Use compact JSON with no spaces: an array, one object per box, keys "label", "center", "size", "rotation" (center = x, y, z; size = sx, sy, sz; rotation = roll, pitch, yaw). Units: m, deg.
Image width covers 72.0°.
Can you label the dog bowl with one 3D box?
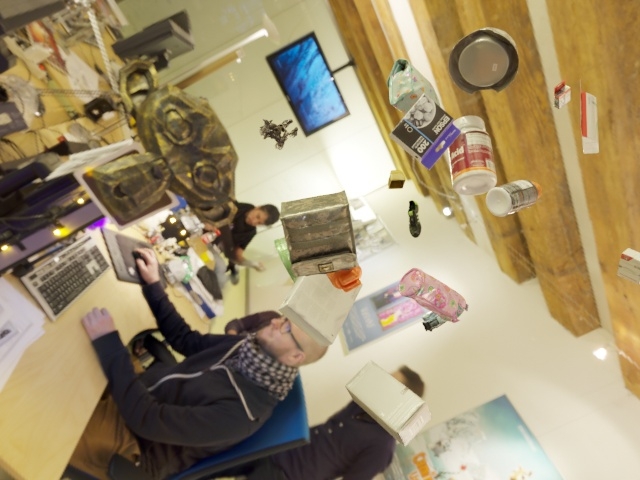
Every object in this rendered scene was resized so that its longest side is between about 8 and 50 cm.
[{"label":"dog bowl","center":[0.851,-0.931,2.285],"size":[0.102,0.349,0.348],"rotation":[-58,134,-34]}]

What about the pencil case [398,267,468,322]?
[{"label":"pencil case","center":[0.422,0.209,1.645],"size":[0.284,0.124,0.124],"rotation":[32,20,-30]}]

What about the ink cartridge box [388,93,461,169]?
[{"label":"ink cartridge box","center":[0.401,-0.409,1.663],"size":[0.208,0.206,0.045],"rotation":[40,-5,-3]}]

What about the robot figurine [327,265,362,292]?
[{"label":"robot figurine","center":[0.077,0.101,1.691],"size":[0.158,0.128,0.219],"rotation":[17,26,-35]}]

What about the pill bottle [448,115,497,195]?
[{"label":"pill bottle","center":[0.811,-0.462,2.384],"size":[0.224,0.224,0.391],"rotation":[56,32,-61]}]

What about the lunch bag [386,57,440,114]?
[{"label":"lunch bag","center":[0.440,-0.719,2.102],"size":[0.224,0.160,0.262],"rotation":[21,53,-35]}]

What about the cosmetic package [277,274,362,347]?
[{"label":"cosmetic package","center":[0.010,0.264,2.075],"size":[0.284,0.097,0.377],"rotation":[42,51,-10]}]

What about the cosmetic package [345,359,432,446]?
[{"label":"cosmetic package","center":[0.200,0.483,1.328],"size":[0.238,0.127,0.107],"rotation":[28,-28,46]}]

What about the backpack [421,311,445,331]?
[{"label":"backpack","center":[0.558,0.386,2.159],"size":[0.105,0.115,0.084],"rotation":[94,-29,-80]}]

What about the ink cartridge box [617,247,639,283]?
[{"label":"ink cartridge box","center":[1.423,0.116,2.002],"size":[0.099,0.056,0.135],"rotation":[38,-28,47]}]

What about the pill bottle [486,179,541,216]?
[{"label":"pill bottle","center":[0.848,-0.191,1.910],"size":[0.130,0.246,0.130],"rotation":[35,-47,49]}]

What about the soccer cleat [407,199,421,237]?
[{"label":"soccer cleat","center":[0.423,-0.099,2.014],"size":[0.072,0.060,0.178],"rotation":[30,54,-52]}]

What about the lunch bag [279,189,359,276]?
[{"label":"lunch bag","center":[0.000,0.000,1.515],"size":[0.168,0.236,0.286],"rotation":[-97,176,-62]}]

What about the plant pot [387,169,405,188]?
[{"label":"plant pot","center":[0.403,-0.333,2.366],"size":[0.081,0.082,0.083],"rotation":[96,-11,-59]}]

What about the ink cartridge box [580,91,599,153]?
[{"label":"ink cartridge box","center":[0.940,-0.431,1.540],"size":[0.225,0.056,0.180],"rotation":[27,65,-56]}]

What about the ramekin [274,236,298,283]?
[{"label":"ramekin","center":[-0.119,0.098,2.421],"size":[0.303,0.148,0.303],"rotation":[62,1,-2]}]

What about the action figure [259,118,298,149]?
[{"label":"action figure","center":[-0.234,-0.564,2.333],"size":[0.164,0.141,0.276],"rotation":[52,36,3]}]

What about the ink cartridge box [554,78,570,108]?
[{"label":"ink cartridge box","center":[1.026,-0.620,1.868],"size":[0.029,0.063,0.115],"rotation":[52,3,39]}]
